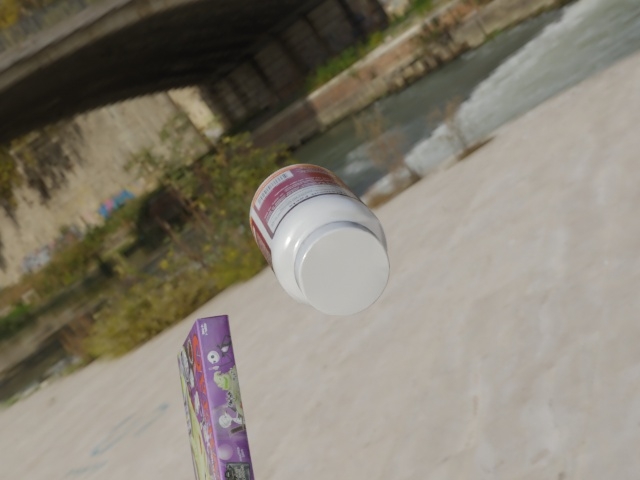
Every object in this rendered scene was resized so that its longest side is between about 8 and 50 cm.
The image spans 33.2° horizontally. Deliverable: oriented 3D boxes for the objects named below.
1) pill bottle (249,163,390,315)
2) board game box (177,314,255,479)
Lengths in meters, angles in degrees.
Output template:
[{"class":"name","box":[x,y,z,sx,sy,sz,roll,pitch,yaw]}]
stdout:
[{"class":"pill bottle","box":[0.000,0.000,0.797,0.086,0.086,0.152,-35,22,0]},{"class":"board game box","box":[-0.124,0.286,1.341,0.056,0.347,0.208,-5,-18,-20]}]
